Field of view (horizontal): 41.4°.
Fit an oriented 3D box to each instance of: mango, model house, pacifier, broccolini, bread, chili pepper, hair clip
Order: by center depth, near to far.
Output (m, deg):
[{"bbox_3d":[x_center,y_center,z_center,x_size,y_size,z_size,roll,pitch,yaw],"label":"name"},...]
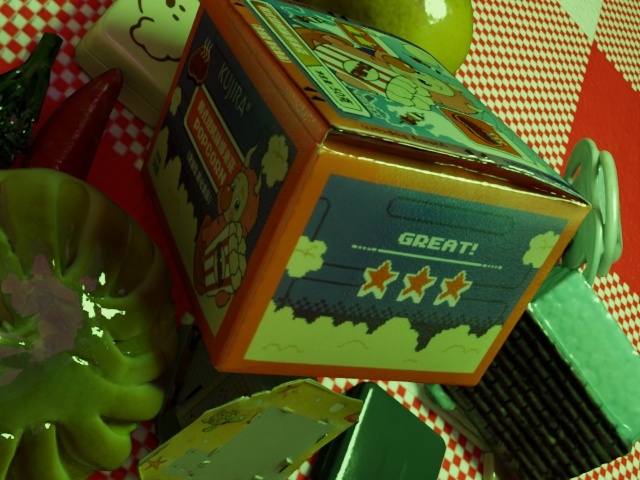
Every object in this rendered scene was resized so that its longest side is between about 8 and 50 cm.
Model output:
[{"bbox_3d":[-0.269,0.091,0.725,0.333,0.160,0.333,4,82,-31],"label":"bread"},{"bbox_3d":[-0.096,0.162,0.875,0.219,0.207,0.136,30,23,-49],"label":"model house"},{"bbox_3d":[-0.273,-0.078,0.886,0.071,0.063,0.272,24,59,-17],"label":"chili pepper"},{"bbox_3d":[-0.316,-0.147,0.895,0.203,0.091,0.068,-68,160,-49],"label":"broccolini"},{"bbox_3d":[-0.148,0.159,0.920,0.054,0.022,0.137,26,58,-31],"label":"hair clip"},{"bbox_3d":[0.067,-0.364,1.173,0.221,0.264,0.378,-24,82,1],"label":"mango"},{"bbox_3d":[0.296,0.203,1.184,0.248,0.230,0.280,-37,95,-2],"label":"model house"},{"bbox_3d":[0.384,-0.044,1.379,0.207,0.227,0.279,4,62,4],"label":"pacifier"}]

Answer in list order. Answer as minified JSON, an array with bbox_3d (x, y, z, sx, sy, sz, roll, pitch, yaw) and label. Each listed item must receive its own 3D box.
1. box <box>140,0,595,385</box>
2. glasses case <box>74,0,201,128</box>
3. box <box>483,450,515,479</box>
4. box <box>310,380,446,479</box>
[{"bbox_3d":[0.027,-0.061,0.886,0.318,0.257,0.349,11,30,-30],"label":"box"},{"bbox_3d":[-0.163,-0.297,1.065,0.144,0.076,0.336,41,51,-20],"label":"glasses case"},{"bbox_3d":[0.277,0.336,1.201,0.115,0.025,0.048,28,58,-29],"label":"box"},{"bbox_3d":[0.064,0.302,1.018,0.160,0.050,0.230,41,50,-19],"label":"box"}]
